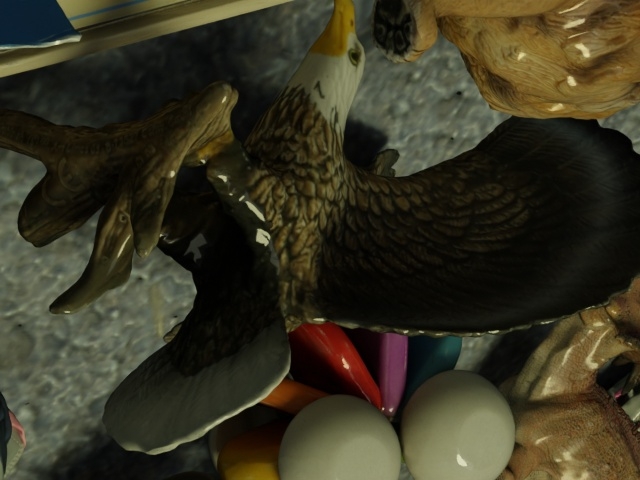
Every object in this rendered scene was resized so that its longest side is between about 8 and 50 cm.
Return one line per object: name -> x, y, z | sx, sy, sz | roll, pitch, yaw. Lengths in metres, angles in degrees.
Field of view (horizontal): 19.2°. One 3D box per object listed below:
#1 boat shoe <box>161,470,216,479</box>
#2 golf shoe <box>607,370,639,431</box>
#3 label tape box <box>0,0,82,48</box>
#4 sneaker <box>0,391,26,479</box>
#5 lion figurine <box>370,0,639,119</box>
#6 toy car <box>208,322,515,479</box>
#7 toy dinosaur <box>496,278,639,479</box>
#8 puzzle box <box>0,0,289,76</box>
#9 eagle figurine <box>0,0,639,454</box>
boat shoe -> -0.160, 0.256, 1.127 | 0.307, 0.111, 0.104 | -26, 129, 12
golf shoe -> 0.260, 0.127, 1.378 | 0.140, 0.115, 0.306 | 1, 127, -34
label tape box -> -0.256, -0.161, 0.532 | 0.347, 0.249, 0.115 | -1, 128, -25
sneaker -> -0.210, 0.085, 0.990 | 0.131, 0.112, 0.319 | -24, 145, -44
lion figurine -> 0.108, -0.213, 0.814 | 0.240, 0.142, 0.392 | -17, 133, -36
toy car -> 0.019, 0.089, 1.145 | 0.182, 0.159, 0.136 | -9, 95, -27
toy dinosaur -> 0.182, 0.149, 1.299 | 0.200, 0.127, 0.296 | -19, 130, -11
puzzle box -> -0.027, -0.224, 0.847 | 0.408, 0.052, 0.272 | -19, 138, -23
eagle figurine -> 0.005, -0.010, 0.948 | 0.298, 0.226, 0.225 | 21, 113, -46
